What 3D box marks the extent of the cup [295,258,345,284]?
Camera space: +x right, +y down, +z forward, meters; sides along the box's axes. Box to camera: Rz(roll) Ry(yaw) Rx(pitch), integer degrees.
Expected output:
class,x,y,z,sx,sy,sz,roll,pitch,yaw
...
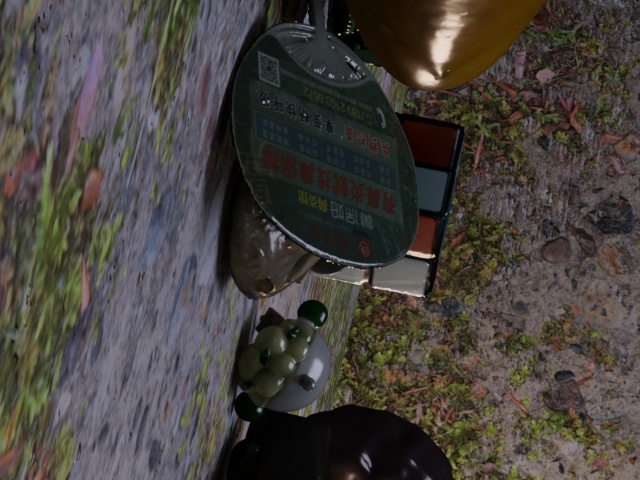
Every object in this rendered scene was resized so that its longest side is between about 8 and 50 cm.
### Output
class,x,y,z,sx,sy,sz,roll,pitch,yaw
cup,0.008,0.001,1.969,0.099,0.074,0.102,-71,171,-61

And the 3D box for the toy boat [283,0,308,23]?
class,x,y,z,sx,sy,sz,roll,pitch,yaw
toy boat,-0.014,-0.242,1.423,0.063,0.016,0.115,79,24,-80

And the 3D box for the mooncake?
class,x,y,z,sx,sy,sz,roll,pitch,yaw
mooncake,0.057,0.384,2.348,0.141,0.283,0.283,-63,165,-59

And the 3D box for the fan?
class,x,y,z,sx,sy,sz,roll,pitch,yaw
fan,-0.012,-0.109,1.245,0.223,0.012,0.294,-26,95,-53

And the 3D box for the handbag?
class,x,y,z,sx,sy,sz,roll,pitch,yaw
handbag,-0.066,0.334,1.696,0.285,0.114,0.257,-89,-165,-74

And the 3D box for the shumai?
class,x,y,z,sx,sy,sz,roll,pitch,yaw
shumai,-0.008,-0.040,1.373,0.201,0.120,0.201,9,90,-85

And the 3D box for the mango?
class,x,y,z,sx,sy,sz,roll,pitch,yaw
mango,0.107,-0.300,1.304,0.445,0.232,0.300,93,-14,-58

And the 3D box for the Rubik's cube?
class,x,y,z,sx,sy,sz,roll,pitch,yaw
Rubik's cube,0.084,-0.054,2.116,0.167,0.180,0.183,95,10,-49

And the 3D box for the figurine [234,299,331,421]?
class,x,y,z,sx,sy,sz,roll,pitch,yaw
figurine,-0.038,0.127,1.669,0.147,0.093,0.197,-56,-177,-2

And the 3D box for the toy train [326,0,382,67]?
class,x,y,z,sx,sy,sz,roll,pitch,yaw
toy train,0.078,-0.342,1.658,0.178,0.139,0.330,-88,-178,-51
